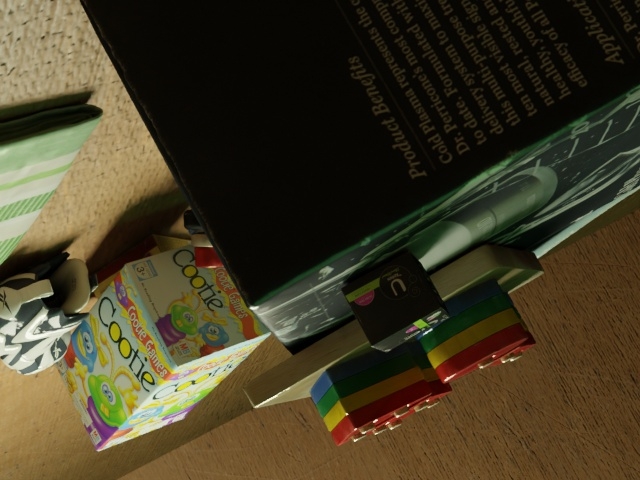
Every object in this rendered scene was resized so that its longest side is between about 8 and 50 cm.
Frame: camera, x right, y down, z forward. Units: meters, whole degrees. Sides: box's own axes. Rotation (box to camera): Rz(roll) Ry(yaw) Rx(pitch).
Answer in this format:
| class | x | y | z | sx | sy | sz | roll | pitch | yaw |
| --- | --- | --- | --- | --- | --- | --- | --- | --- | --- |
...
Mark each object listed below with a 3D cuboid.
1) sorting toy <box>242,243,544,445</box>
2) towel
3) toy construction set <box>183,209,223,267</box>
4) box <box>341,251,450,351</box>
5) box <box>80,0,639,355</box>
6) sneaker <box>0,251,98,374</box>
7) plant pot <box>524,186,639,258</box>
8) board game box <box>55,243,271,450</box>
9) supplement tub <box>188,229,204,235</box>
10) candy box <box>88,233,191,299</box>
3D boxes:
| class | x | y | z | sx | sy | sz | roll | pitch | yaw |
| --- | --- | --- | --- | --- | --- | --- | --- | --- | --- |
| sorting toy | 0.094 | 0.109 | 1.275 | 0.257 | 0.089 | 0.255 | -31 | 168 | 15 |
| towel | -0.363 | -0.008 | 1.234 | 0.248 | 0.038 | 0.325 | -21 | 163 | -41 |
| toy construction set | 0.006 | 0.005 | 1.579 | 0.257 | 0.309 | 0.237 | -25 | 174 | 14 |
| box | 0.059 | 0.048 | 1.032 | 0.062 | 0.052 | 0.083 | -30 | 169 | 6 |
| box | 0.103 | -0.139 | 1.193 | 0.472 | 0.297 | 0.480 | -28 | 168 | 0 |
| sneaker | -0.312 | 0.083 | 1.568 | 0.153 | 0.094 | 0.235 | -24 | 159 | 11 |
| plant pot | 0.273 | -0.153 | 1.664 | 0.248 | 0.247 | 0.252 | -39 | -177 | 36 |
| board game box | -0.204 | 0.131 | 1.662 | 0.142 | 0.144 | 0.275 | -18 | 162 | -38 |
| supplement tub | -0.117 | 0.007 | 1.688 | 0.071 | 0.107 | 0.071 | -28 | 168 | -7 |
| candy box | -0.212 | 0.045 | 1.754 | 0.109 | 0.053 | 0.187 | -32 | 166 | 14 |
